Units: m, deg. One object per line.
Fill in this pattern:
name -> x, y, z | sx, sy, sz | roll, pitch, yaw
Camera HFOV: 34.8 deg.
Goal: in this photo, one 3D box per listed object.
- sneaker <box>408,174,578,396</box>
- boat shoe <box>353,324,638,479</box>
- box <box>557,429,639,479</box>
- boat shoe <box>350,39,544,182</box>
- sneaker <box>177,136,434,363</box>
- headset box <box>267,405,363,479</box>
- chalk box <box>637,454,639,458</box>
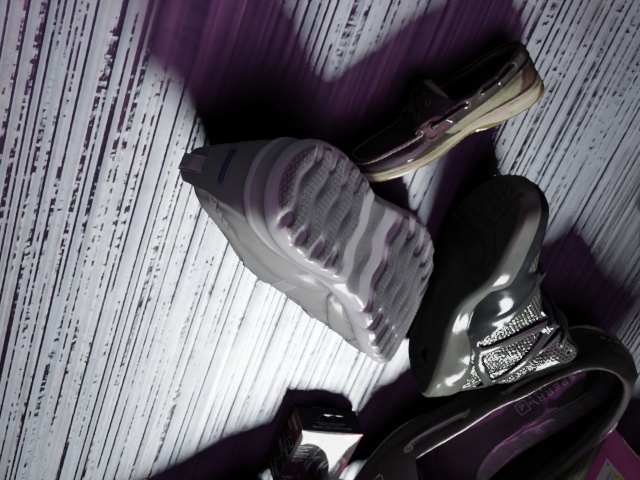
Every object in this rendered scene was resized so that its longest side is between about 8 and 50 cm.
sneaker -> 0.160, 0.038, 0.839 | 0.130, 0.087, 0.227 | -3, 131, -19
boat shoe -> 0.139, 0.197, 0.922 | 0.335, 0.095, 0.112 | -40, 93, 11
box -> 0.240, 0.333, 0.965 | 0.213, 0.117, 0.243 | 49, 128, 3
boat shoe -> 0.084, -0.095, 0.732 | 0.152, 0.056, 0.049 | -30, 122, -2
sneaker -> 0.000, 0.000, 0.759 | 0.105, 0.115, 0.281 | -62, 146, -18
headset box -> -0.004, 0.186, 0.933 | 0.062, 0.032, 0.083 | 9, 125, -25
chalk box -> 0.377, 0.323, 1.104 | 0.213, 0.132, 0.132 | 7, 125, -24
